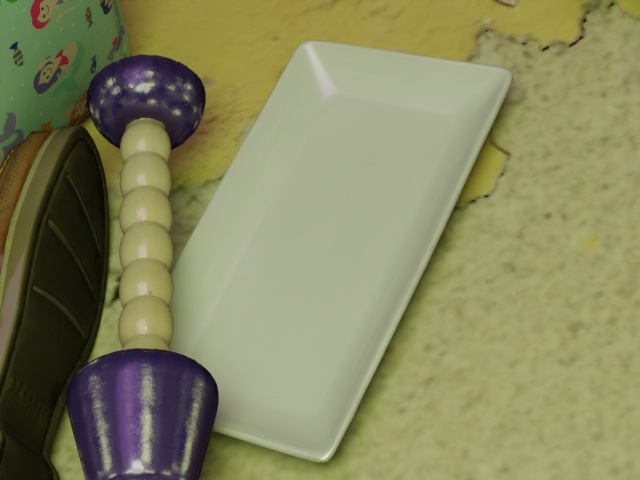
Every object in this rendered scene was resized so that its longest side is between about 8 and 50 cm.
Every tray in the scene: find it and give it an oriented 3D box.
[{"bbox_3d":[0.000,0.000,0.893,0.145,0.030,0.270,13,59,26],"label":"tray"}]

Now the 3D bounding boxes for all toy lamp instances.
[{"bbox_3d":[-0.095,0.021,0.841,0.080,0.080,0.275,-14,48,9],"label":"toy lamp"}]

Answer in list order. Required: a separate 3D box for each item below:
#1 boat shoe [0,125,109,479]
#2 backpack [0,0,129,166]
[{"bbox_3d":[-0.193,0.063,0.857,0.104,0.111,0.307,-2,53,16],"label":"boat shoe"},{"bbox_3d":[-0.246,-0.131,0.945,0.191,0.225,0.253,34,60,26],"label":"backpack"}]
